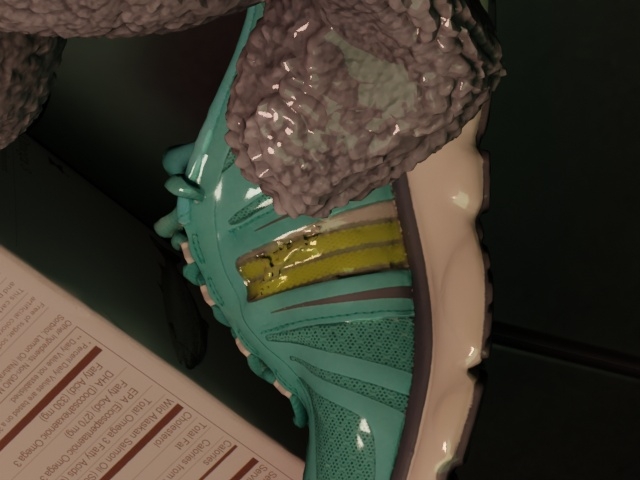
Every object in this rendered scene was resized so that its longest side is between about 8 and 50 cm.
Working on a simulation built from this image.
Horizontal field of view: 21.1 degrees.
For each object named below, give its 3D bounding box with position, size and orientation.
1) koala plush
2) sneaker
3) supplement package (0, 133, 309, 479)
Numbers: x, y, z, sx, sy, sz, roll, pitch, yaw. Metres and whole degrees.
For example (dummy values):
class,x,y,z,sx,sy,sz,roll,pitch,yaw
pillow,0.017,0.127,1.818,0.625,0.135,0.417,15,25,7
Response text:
class,x,y,z,sx,sy,sz,roll,pitch,yaw
koala plush,-0.105,-0.086,0.456,0.221,0.196,0.203,-31,145,13
sneaker,0.000,0.000,0.567,0.110,0.107,0.275,0,83,0
supplement package,-0.097,0.048,0.613,0.105,0.105,0.179,-44,119,13
